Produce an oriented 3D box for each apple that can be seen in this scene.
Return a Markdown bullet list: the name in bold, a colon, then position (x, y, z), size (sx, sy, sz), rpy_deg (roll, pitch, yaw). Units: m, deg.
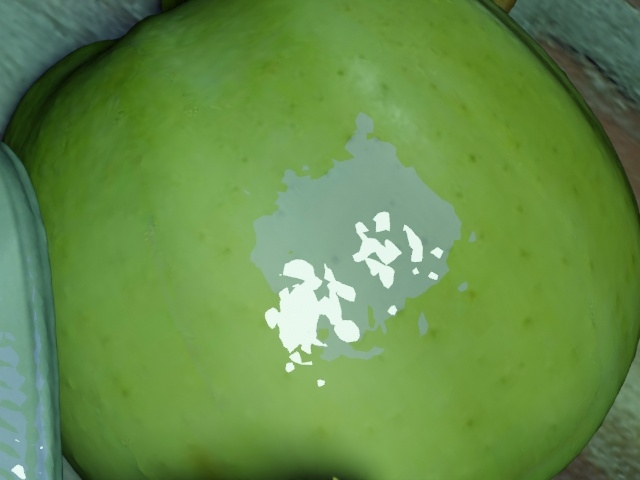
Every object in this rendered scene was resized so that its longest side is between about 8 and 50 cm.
- **apple**: position (0.000, 0.000, 0.779), size (0.360, 0.311, 0.320), rpy_deg (53, 29, -9)

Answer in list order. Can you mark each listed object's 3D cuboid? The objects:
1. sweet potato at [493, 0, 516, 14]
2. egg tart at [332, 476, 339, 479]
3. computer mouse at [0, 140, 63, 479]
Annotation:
- **sweet potato**: position (0.123, -0.201, 0.909), size (0.066, 0.072, 0.314), rpy_deg (46, 67, -24)
- **egg tart**: position (-0.042, 0.180, 0.617), size (0.212, 0.212, 0.090), rpy_deg (-34, 62, -25)
- **computer mouse**: position (-0.218, 0.098, 0.653), size (0.197, 0.095, 0.331), rpy_deg (-8, 76, 14)
